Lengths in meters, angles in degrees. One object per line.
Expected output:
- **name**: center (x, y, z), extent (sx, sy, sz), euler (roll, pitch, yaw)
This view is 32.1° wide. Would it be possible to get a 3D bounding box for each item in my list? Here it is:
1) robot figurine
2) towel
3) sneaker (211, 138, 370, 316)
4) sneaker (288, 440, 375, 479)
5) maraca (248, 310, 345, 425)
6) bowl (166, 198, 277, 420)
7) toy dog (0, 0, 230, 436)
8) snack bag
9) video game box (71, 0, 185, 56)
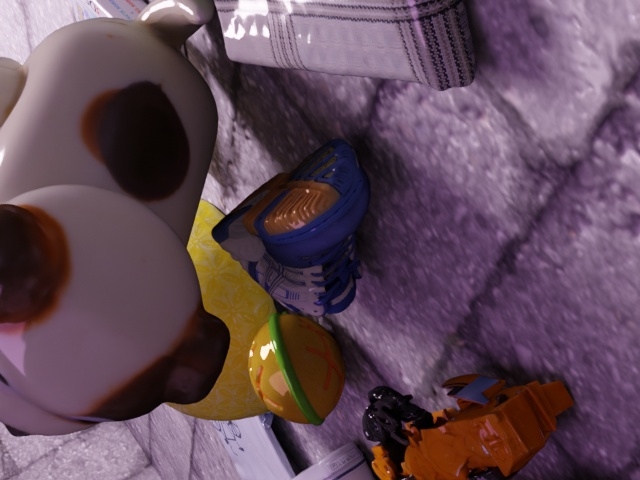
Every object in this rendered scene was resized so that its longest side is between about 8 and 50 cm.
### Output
- **robot figurine**: center (0.136, 0.202, 0.933), extent (0.211, 0.085, 0.291), euler (59, 159, 1)
- **towel**: center (-0.042, -0.259, 0.749), extent (0.324, 0.056, 0.312), euler (25, 140, 55)
- **sneaker**: center (0.000, 0.000, 0.971), extent (0.131, 0.112, 0.296), euler (50, 167, -7)
- **sneaker**: center (0.006, 0.324, 1.376), extent (0.091, 0.094, 0.258), euler (60, 159, 12)
- **maraca**: center (-0.024, 0.134, 1.195), extent (0.186, 0.099, 0.127), euler (-62, -49, -85)
- **bowl**: center (-0.180, 0.104, 1.354), extent (0.289, 0.156, 0.289), euler (41, 142, 43)
- **toy dog**: center (-0.198, -0.001, 0.982), extent (0.284, 0.395, 0.408), euler (42, -159, -31)
- **snack bag**: center (-0.130, 0.236, 1.646), extent (0.342, 0.037, 0.323), euler (63, 159, -7)
- **video game box**: center (-0.206, -0.187, 1.238), extent (0.187, 0.048, 0.205), euler (48, 156, 33)
